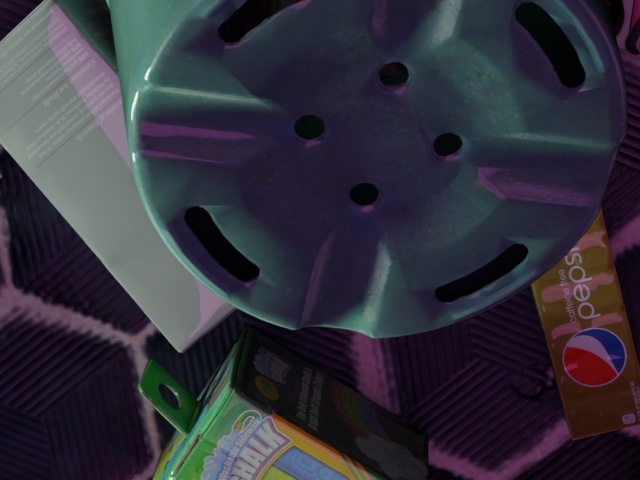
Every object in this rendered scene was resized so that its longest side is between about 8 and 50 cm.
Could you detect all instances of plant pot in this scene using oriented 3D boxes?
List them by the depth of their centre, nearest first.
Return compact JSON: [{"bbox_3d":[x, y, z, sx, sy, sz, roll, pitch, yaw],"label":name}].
[{"bbox_3d":[0.019,-0.142,0.977,0.341,0.334,0.341,-3,125,-4],"label":"plant pot"}]

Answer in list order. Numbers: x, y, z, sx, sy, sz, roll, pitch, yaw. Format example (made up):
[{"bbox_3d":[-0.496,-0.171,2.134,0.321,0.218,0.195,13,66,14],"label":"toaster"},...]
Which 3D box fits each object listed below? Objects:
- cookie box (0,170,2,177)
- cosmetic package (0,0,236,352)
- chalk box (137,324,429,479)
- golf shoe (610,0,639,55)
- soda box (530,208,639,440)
[{"bbox_3d":[-0.293,-0.056,1.187,0.092,0.040,0.107,-33,146,11],"label":"cookie box"},{"bbox_3d":[-0.123,-0.051,1.156,0.107,0.127,0.238,-42,95,13],"label":"cosmetic package"},{"bbox_3d":[-0.043,0.161,1.225,0.213,0.132,0.132,31,105,-6],"label":"chalk box"},{"bbox_3d":[0.213,-0.215,1.135,0.086,0.067,0.186,-5,107,6],"label":"golf shoe"},{"bbox_3d":[0.186,0.046,1.219,0.061,0.058,0.181,-14,105,7],"label":"soda box"}]
